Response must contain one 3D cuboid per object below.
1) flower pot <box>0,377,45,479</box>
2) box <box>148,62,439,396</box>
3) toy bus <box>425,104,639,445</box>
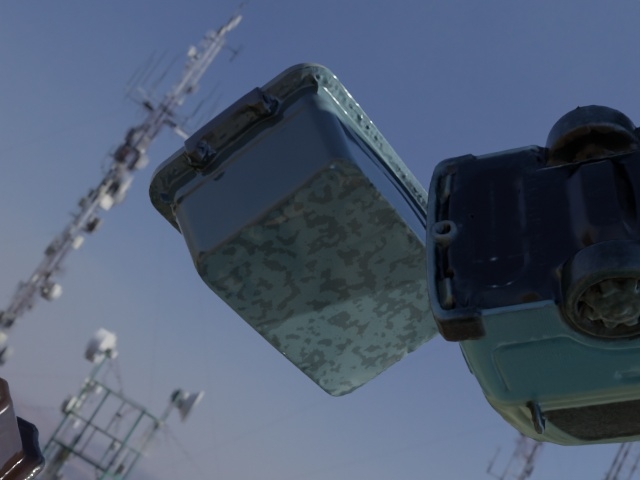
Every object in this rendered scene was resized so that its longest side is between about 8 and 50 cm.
[{"bbox_3d":[-0.370,0.148,0.830,0.250,0.179,0.084,21,-59,14],"label":"flower pot"},{"bbox_3d":[0.000,0.000,0.712,0.227,0.162,0.130,47,12,-40],"label":"box"},{"bbox_3d":[0.202,0.020,0.498,0.271,0.133,0.165,-10,-49,17],"label":"toy bus"}]
